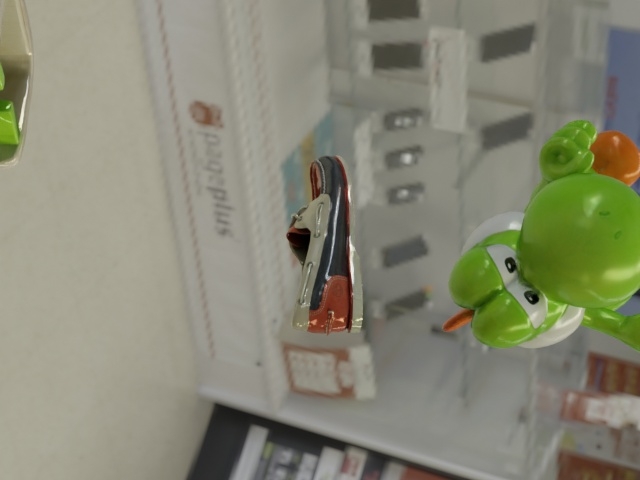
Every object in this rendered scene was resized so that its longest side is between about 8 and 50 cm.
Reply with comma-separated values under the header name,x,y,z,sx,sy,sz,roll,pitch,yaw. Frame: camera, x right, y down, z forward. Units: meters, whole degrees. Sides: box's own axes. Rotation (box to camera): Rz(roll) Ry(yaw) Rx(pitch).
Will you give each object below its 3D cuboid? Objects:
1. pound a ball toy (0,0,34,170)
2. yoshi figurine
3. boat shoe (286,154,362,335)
name,x,y,z,sx,sy,sz,roll,pitch,yaw
pound a ball toy,-0.374,-0.119,0.995,0.208,0.319,0.136,93,-3,-60
yoshi figurine,0.240,0.001,1.195,0.362,0.203,0.203,-25,136,-60
boat shoe,0.000,0.000,0.854,0.049,0.043,0.137,96,-8,-53
